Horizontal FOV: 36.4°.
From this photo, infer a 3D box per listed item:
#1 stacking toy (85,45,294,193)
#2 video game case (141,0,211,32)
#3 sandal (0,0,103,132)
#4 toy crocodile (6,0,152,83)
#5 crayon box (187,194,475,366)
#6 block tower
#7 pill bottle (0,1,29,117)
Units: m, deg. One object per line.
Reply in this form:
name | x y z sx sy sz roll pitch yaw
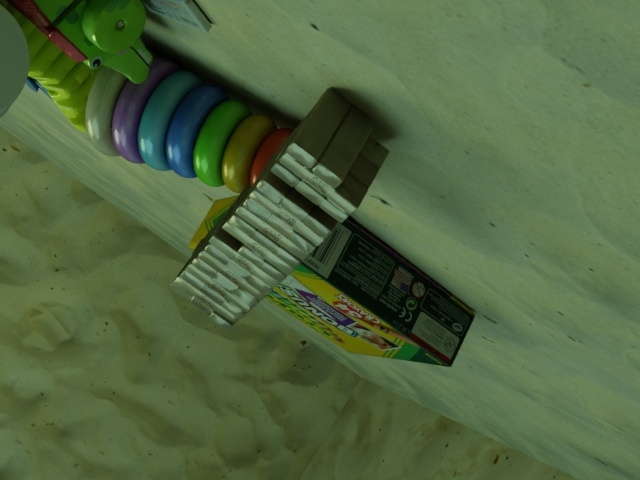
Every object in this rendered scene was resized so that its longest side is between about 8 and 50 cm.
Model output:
stacking toy | -0.103 -0.115 1.139 0.330 0.141 0.141 22 168 15
video game case | -0.165 -0.251 0.942 0.087 0.011 0.122 27 169 32
sandal | -0.334 -0.248 1.126 0.138 0.126 0.317 37 163 24
toy crocodile | -0.264 -0.250 0.936 0.115 0.105 0.340 39 174 24
crayon box | 0.009 0.062 1.536 0.363 0.106 0.313 35 162 -22
block tower | -0.053 -0.017 1.044 0.091 0.097 0.335 37 141 -7
pill bottle | -0.375 -0.176 0.932 0.152 0.152 0.272 39 166 -35
